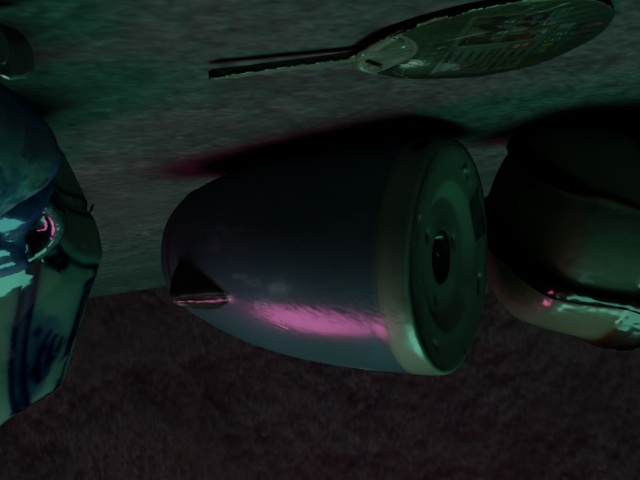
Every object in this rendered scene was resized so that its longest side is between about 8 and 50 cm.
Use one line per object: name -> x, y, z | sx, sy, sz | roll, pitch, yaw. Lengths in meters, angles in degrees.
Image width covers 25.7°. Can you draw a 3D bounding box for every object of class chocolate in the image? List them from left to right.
chocolate -> 0.285, -0.020, 1.572 | 0.186, 0.283, 0.283 | 11, 170, -14

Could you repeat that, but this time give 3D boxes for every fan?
fan -> 0.095, -0.151, 1.060 | 0.294, 0.012, 0.223 | -4, 174, -35

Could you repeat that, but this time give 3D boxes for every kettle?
kettle -> 0.000, 0.000, 1.557 | 0.342, 0.247, 0.319 | 1, -157, 26

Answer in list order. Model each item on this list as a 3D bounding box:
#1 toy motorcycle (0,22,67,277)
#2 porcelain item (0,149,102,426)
toy motorcycle -> -0.301, -0.034, 0.871 | 0.319, 0.182, 0.241 | -3, 173, -24
porcelain item -> -0.336, 0.039, 1.139 | 0.286, 0.157, 0.281 | -4, 138, -29
